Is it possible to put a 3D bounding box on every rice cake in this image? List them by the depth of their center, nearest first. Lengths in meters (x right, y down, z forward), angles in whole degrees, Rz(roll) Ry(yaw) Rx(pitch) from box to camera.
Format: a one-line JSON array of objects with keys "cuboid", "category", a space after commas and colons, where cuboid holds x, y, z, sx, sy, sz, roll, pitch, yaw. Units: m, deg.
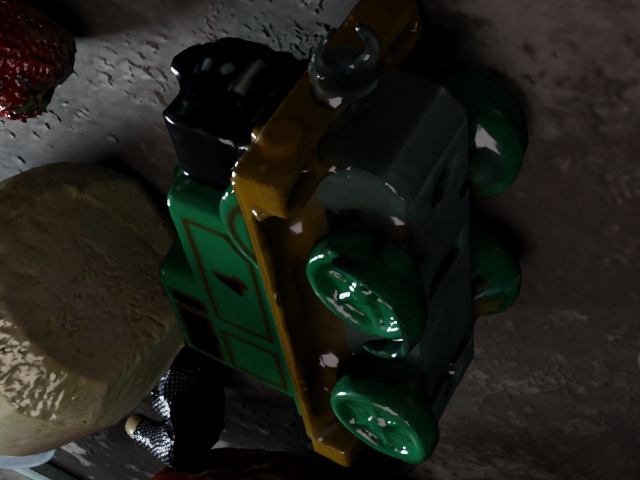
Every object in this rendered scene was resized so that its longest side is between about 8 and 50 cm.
[{"cuboid": [-0.438, 0.335, 1.622, 0.171, 0.029, 0.033, 30, 140, -13], "category": "rice cake"}]

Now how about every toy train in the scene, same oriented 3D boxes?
[{"cuboid": [0.000, 0.000, 0.765, 0.249, 0.178, 0.429, 21, 149, 23], "category": "toy train"}]

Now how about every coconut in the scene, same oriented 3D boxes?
[{"cuboid": [-0.252, 0.062, 0.948, 0.239, 0.239, 0.244, 40, 142, -24], "category": "coconut"}]

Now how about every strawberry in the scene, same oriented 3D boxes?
[{"cuboid": [-0.223, -0.137, 0.782, 0.096, 0.083, 0.083, 57, 146, 8], "category": "strawberry"}]

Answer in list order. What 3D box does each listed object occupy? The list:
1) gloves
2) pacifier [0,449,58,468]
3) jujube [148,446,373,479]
[{"cuboid": [-0.185, 0.159, 1.177, 0.181, 0.106, 0.129, 31, 161, 41], "category": "gloves"}, {"cuboid": [-0.462, 0.250, 1.330, 0.238, 0.226, 0.287, 0, 140, 6], "category": "pacifier"}, {"cuboid": [-0.046, 0.370, 1.219, 0.377, 0.276, 0.276, 22, 149, -21], "category": "jujube"}]
